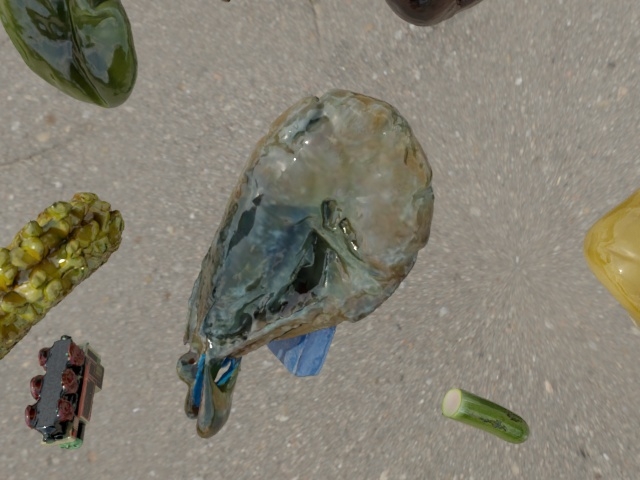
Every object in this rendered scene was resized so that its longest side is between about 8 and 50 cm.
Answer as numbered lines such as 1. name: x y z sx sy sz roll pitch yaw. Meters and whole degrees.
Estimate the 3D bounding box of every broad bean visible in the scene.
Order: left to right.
1. broad bean: -0.250 -0.225 0.842 0.153 0.072 0.206 19 127 16

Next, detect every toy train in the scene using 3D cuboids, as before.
1. toy train: -0.298 0.182 0.998 0.050 0.087 0.137 -14 49 15

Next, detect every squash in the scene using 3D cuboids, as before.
1. squash: 0.141 0.148 0.707 0.083 0.027 0.027 25 95 -24

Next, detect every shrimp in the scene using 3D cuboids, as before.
1. shrimp: -0.034 0.038 0.965 0.221 0.110 0.445 35 109 8

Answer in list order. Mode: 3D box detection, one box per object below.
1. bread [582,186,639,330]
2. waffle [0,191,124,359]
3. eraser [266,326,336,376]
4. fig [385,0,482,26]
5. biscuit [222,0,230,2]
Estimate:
1. bread: 0.389 -0.039 0.780 0.305 0.091 0.142 -41 103 -1
2. waffle: -0.261 0.035 0.785 0.193 0.197 0.070 -44 95 -7
3. eraser: 0.000 0.000 1.051 0.144 0.043 0.311 38 114 56
4. fig: 0.132 -0.418 1.081 0.170 0.145 0.274 -21 94 -3
5. biscuit: -0.169 -0.369 0.754 0.268 0.115 0.366 -18 72 -24
